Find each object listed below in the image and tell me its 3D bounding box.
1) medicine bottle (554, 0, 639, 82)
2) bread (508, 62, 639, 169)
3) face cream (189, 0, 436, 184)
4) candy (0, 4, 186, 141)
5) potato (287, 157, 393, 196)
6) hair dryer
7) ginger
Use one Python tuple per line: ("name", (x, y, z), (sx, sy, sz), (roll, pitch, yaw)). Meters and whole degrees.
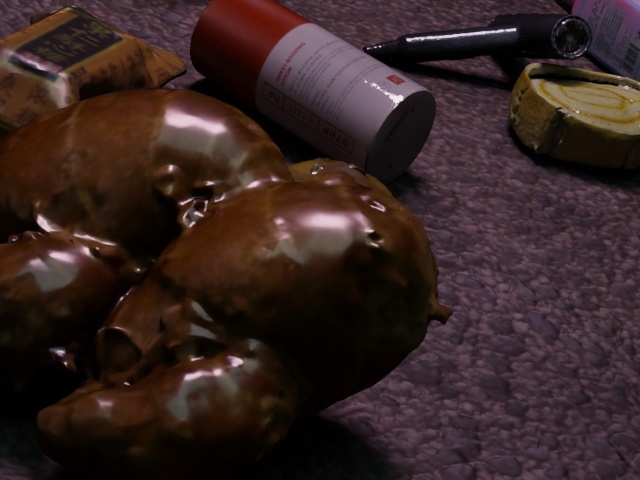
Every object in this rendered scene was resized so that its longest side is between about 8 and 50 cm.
("medicine bottle", (0.345, -0.248, 1.635), (0.119, 0.094, 0.188), (-10, 41, -33))
("bread", (0.260, -0.118, 1.432), (0.156, 0.064, 0.117), (12, 36, -4))
("face cream", (-0.009, -0.141, 1.317), (0.214, 0.095, 0.096), (34, 37, 26))
("candy", (-0.213, -0.133, 1.218), (0.143, 0.101, 0.271), (26, 28, 4))
("potato", (0.000, 0.000, 1.129), (0.164, 0.081, 0.200), (19, 35, 3))
("hair dryer", (0.148, -0.196, 1.477), (0.195, 0.050, 0.173), (-9, 9, -15))
("ginger", (-0.114, 0.028, 0.977), (0.357, 0.152, 0.274), (31, 64, 28))
